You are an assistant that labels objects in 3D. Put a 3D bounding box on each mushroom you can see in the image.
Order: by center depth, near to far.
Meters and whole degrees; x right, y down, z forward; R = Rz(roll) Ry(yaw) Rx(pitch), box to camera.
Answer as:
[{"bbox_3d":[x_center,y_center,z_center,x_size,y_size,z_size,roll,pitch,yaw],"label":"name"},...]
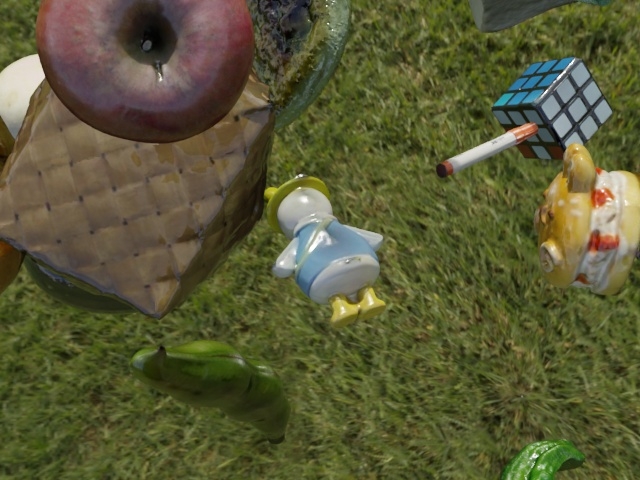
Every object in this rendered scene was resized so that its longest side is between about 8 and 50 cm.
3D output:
[{"bbox_3d":[0.333,-0.347,0.956,0.329,0.159,0.122,-14,111,-3],"label":"mushroom"},{"bbox_3d":[-0.579,-0.282,1.635,0.246,0.202,0.246,-3,63,6],"label":"mushroom"}]

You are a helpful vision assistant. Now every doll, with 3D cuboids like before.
[{"bbox_3d":[0.000,0.001,0.980,0.135,0.099,0.241,-36,51,4],"label":"doll"}]

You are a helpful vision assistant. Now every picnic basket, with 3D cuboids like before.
[{"bbox_3d":[-0.201,-0.095,0.920,0.293,0.337,0.337,29,87,-3],"label":"picnic basket"}]

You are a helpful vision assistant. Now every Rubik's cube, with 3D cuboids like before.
[{"bbox_3d":[0.503,-0.286,1.669,0.160,0.162,0.163,-46,114,-11],"label":"Rubik's cube"}]

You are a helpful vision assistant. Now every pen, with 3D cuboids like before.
[{"bbox_3d":[0.285,-0.154,1.287,0.239,0.028,0.028,-26,69,-31],"label":"pen"}]

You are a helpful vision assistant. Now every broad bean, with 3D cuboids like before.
[{"bbox_3d":[-0.063,0.117,0.595,0.060,0.297,0.043,-30,62,3],"label":"broad bean"}]

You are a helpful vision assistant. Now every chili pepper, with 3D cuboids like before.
[{"bbox_3d":[0.181,0.209,0.606,0.073,0.182,0.050,-28,96,15],"label":"chili pepper"}]

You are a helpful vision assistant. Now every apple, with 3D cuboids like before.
[{"bbox_3d":[-0.124,-0.147,0.551,0.153,0.120,0.153,-4,104,-16],"label":"apple"}]

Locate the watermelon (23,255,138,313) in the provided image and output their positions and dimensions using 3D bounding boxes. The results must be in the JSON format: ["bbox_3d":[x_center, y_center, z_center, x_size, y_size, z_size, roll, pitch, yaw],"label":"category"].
[{"bbox_3d":[-0.380,-0.005,1.382,0.360,0.279,0.278,0,76,-21],"label":"watermelon"}]

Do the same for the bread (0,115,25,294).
[{"bbox_3d":[-0.484,-0.081,0.964,0.194,0.179,0.340,-19,109,43],"label":"bread"}]

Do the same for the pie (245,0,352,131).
[{"bbox_3d":[-0.077,-0.300,1.040,0.323,0.071,0.323,7,100,46],"label":"pie"}]

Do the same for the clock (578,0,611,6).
[{"bbox_3d":[0.230,-0.283,0.718,0.148,0.188,0.060,32,131,0],"label":"clock"}]

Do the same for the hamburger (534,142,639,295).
[{"bbox_3d":[0.547,-0.040,1.581,0.186,0.302,0.261,11,43,3],"label":"hamburger"}]
